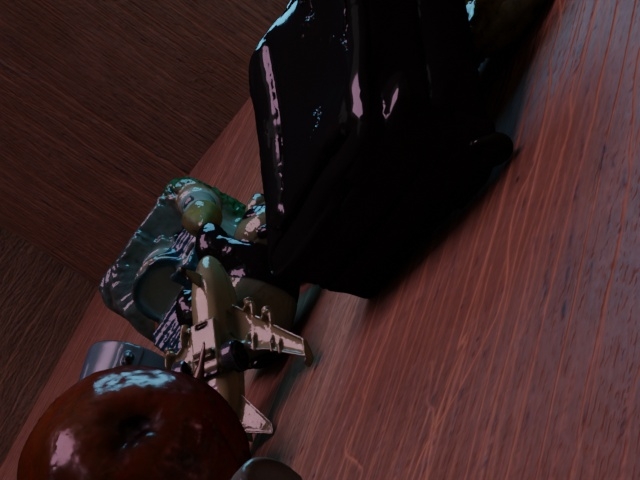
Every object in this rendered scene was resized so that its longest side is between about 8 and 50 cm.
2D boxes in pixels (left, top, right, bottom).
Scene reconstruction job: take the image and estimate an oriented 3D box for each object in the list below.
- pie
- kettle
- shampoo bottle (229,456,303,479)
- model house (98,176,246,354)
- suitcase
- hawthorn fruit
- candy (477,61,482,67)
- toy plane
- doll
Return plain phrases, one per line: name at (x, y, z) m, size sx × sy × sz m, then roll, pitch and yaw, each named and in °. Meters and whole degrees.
pie at (0.171, -0.288, 1.909) m, size 0.277 × 0.078 × 0.277 m, roll -33°, pitch 25°, yaw 18°
kettle at (-0.316, 0.280, 2.349) m, size 0.211 × 0.160 × 0.243 m, roll 106°, pitch -179°, yaw -56°
shampoo bottle at (-0.110, 0.321, 1.520) m, size 0.262 × 0.085 × 0.085 m, roll -50°, pitch 13°, yaw 30°
model house at (-0.207, 0.065, 2.433) m, size 0.267 × 0.194 × 0.325 m, roll -55°, pitch 14°, yaw 7°
suitcase at (0.043, -0.141, 1.735) m, size 0.339 × 0.188 × 0.345 m, roll -53°, pitch 35°, yaw 45°
hawthorn fruit at (-0.196, 0.262, 1.689) m, size 0.258 × 0.258 × 0.262 m, roll -51°, pitch -15°, yaw 28°
candy at (0.088, -0.138, 1.979) m, size 0.187 × 0.081 × 0.297 m, roll -55°, pitch 12°, yaw -32°
toy plane at (-0.122, 0.130, 1.865) m, size 0.242 × 0.104 × 0.256 m, roll -25°, pitch 67°, yaw 25°
doll at (-0.089, 0.057, 2.012) m, size 0.135 × 0.143 × 0.234 m, roll 0°, pitch 67°, yaw 32°
